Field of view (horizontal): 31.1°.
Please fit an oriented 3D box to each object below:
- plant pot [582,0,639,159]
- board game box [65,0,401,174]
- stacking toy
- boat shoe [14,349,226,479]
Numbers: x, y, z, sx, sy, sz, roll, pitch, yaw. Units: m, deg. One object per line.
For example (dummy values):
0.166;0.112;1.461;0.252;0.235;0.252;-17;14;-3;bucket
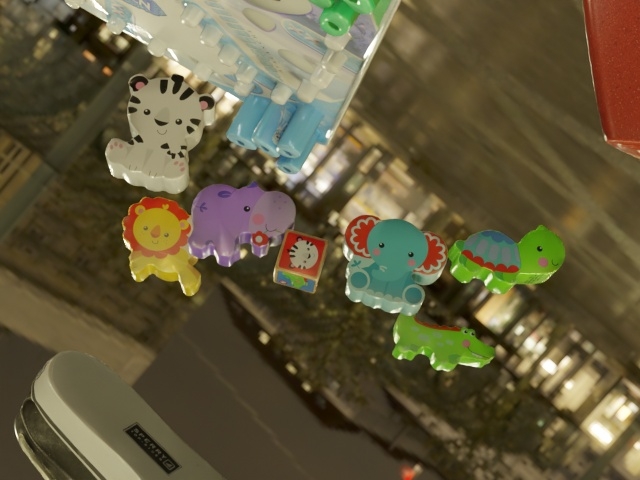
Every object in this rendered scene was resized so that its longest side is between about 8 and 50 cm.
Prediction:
0.377;-0.174;0.981;0.267;0.236;0.267;9;178;39;plant pot
-0.146;-0.195;0.745;0.390;0.050;0.390;30;168;-1;board game box
0.000;0.000;0.580;0.221;0.052;0.167;17;160;1;stacking toy
-0.105;0.166;0.702;0.219;0.070;0.077;46;-154;19;boat shoe
